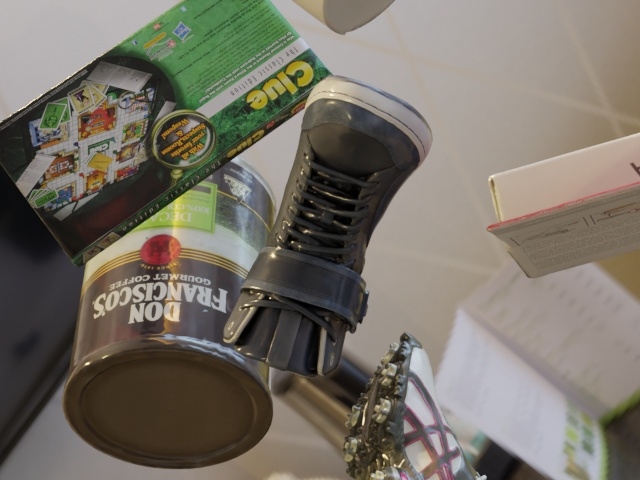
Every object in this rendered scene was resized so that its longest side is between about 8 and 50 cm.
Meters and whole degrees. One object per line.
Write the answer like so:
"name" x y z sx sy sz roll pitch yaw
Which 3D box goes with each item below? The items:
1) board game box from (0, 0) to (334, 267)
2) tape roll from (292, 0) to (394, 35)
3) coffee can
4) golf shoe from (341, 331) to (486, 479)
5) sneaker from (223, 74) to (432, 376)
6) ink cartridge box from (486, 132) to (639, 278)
"board game box" -0.131 -0.105 1.093 0.259 0.136 0.030 -35 -17 -10
"tape roll" 0.025 -0.415 1.730 0.246 0.169 0.246 -44 -19 -19
"coffee can" -0.147 0.064 1.373 0.201 0.201 0.275 -40 34 35
"golf shoe" 0.087 0.204 1.212 0.105 0.120 0.273 -56 18 39
"sneaker" 0.002 0.001 0.868 0.226 0.086 0.163 102 -169 -72
"ink cartridge box" 0.267 -0.055 0.941 0.296 0.066 0.261 -16 -13 13
